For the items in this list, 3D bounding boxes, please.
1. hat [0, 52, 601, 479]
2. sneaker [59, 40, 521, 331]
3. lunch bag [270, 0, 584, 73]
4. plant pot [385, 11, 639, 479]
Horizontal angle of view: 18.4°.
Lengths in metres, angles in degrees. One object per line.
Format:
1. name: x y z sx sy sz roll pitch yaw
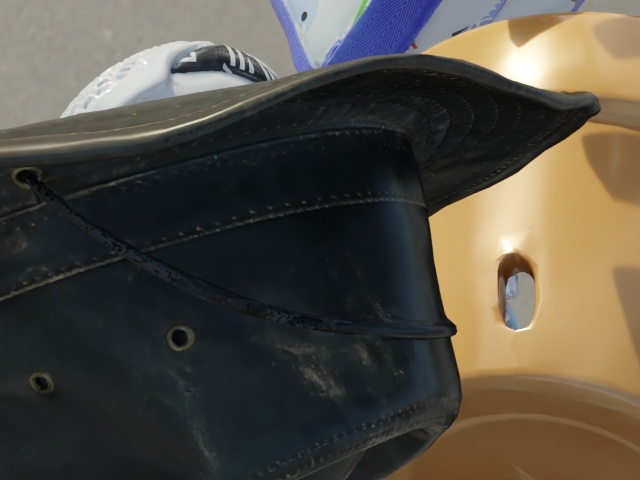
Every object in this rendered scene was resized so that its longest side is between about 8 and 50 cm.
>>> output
1. hat: -0.055 0.045 0.659 0.331 0.331 0.134 -6 80 -42
2. sneaker: 0.000 0.000 1.261 0.210 0.137 0.366 45 16 34
3. lunch bag: 0.118 -0.286 1.357 0.239 0.328 0.385 28 34 -9
4. plant pot: 0.129 0.061 0.981 0.291 0.291 0.203 30 44 -12
